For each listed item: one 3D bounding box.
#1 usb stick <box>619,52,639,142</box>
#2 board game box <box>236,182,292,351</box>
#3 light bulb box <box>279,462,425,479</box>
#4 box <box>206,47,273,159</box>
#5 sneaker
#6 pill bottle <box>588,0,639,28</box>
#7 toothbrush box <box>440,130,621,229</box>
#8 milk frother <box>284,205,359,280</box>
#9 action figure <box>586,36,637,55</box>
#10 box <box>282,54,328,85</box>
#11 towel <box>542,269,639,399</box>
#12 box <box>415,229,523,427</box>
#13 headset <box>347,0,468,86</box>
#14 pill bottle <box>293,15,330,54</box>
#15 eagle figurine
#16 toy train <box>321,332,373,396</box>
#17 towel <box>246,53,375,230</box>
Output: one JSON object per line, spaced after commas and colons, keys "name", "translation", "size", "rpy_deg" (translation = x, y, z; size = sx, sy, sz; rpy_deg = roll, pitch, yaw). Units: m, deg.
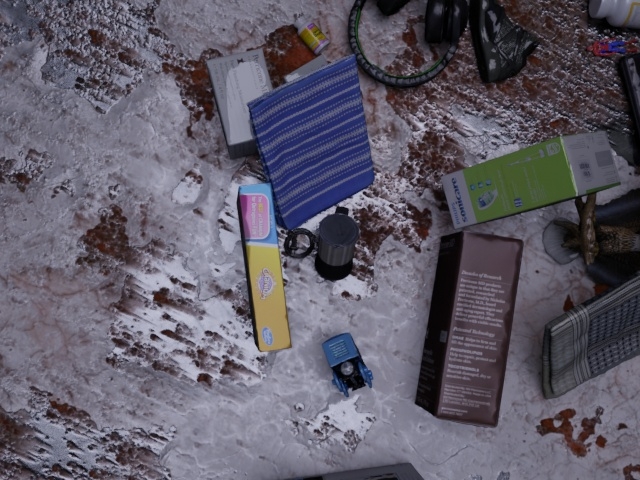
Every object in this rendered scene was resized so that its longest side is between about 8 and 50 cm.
{"name": "usb stick", "translation": [0.740, -0.289, 1.857], "size": [0.077, 0.045, 0.278], "rpy_deg": [-13, 87, -13]}
{"name": "board game box", "translation": [-0.117, 0.057, 1.657], "size": [0.064, 0.242, 0.317], "rpy_deg": [-7, 87, -7]}
{"name": "light bulb box", "translation": [0.046, 0.662, 1.639], "size": [0.360, 0.225, 0.358], "rpy_deg": [-6, 87, -5]}
{"name": "box", "translation": [-0.154, -0.278, 1.705], "size": [0.119, 0.182, 0.181], "rpy_deg": [-15, 87, -5]}
{"name": "sneaker", "translation": [0.404, -0.471, 1.820], "size": [0.130, 0.087, 0.228], "rpy_deg": [-12, 90, -8]}
{"name": "pill bottle", "translation": [0.703, -0.527, 1.840], "size": [0.184, 0.103, 0.103], "rpy_deg": [4, 86, -5]}
{"name": "toothbrush box", "translation": [0.423, -0.121, 1.667], "size": [0.206, 0.283, 0.122], "rpy_deg": [-12, 88, -48]}
{"name": "milk frother", "translation": [0.000, 0.000, 1.724], "size": [0.143, 0.135, 0.129], "rpy_deg": [-5, 56, -8]}
{"name": "action figure", "translation": [0.661, -0.439, 1.869], "size": [0.115, 0.030, 0.038], "rpy_deg": [-6, 92, -4]}
{"name": "box", "translation": [-0.015, -0.323, 1.768], "size": [0.102, 0.087, 0.101], "rpy_deg": [-32, 90, -7]}
{"name": "towel", "translation": [0.599, 0.194, 1.697], "size": [0.312, 0.324, 0.056], "rpy_deg": [-28, 53, -6]}
{"name": "box", "translation": [0.306, 0.179, 1.713], "size": [0.143, 0.191, 0.382], "rpy_deg": [11, 85, -4]}
{"name": "headset", "translation": [0.222, -0.524, 1.802], "size": [0.243, 0.185, 0.394], "rpy_deg": [32, 99, 1]}
{"name": "pill bottle", "translation": [-0.020, -0.449, 1.798], "size": [0.043, 0.043, 0.083], "rpy_deg": [-42, 91, -6]}
{"name": "eagle figurine", "translation": [0.664, 0.000, 1.784], "size": [0.298, 0.225, 0.226], "rpy_deg": [5, 130, -34]}
{"name": "toy train", "translation": [0.058, 0.257, 1.695], "size": [0.080, 0.184, 0.105], "rpy_deg": [-22, 70, 2]}
{"name": "towel", "translation": [-0.007, -0.187, 1.662], "size": [0.243, 0.336, 0.040], "rpy_deg": [-28, 48, -14]}
